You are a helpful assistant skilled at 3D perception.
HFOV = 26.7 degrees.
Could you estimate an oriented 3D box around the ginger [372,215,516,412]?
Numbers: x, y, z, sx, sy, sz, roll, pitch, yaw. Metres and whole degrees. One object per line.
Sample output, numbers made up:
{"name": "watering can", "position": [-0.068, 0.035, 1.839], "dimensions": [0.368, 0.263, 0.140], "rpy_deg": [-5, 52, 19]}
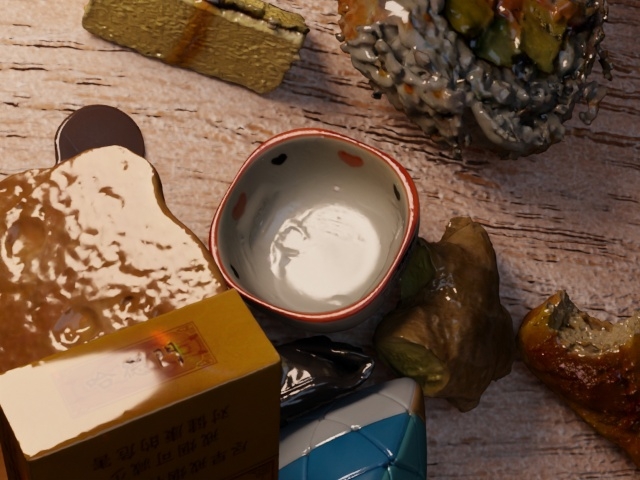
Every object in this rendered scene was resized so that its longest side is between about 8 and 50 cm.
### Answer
{"name": "ginger", "position": [0.173, 0.079, 1.685], "dimensions": [0.219, 0.123, 0.270], "rpy_deg": [46, 56, -27]}

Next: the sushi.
{"name": "sushi", "position": [0.208, -0.287, 1.765], "dimensions": [0.417, 0.176, 0.418], "rpy_deg": [8, 69, -22]}

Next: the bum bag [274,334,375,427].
{"name": "bum bag", "position": [-0.098, 0.187, 1.563], "dimensions": [0.340, 0.144, 0.095], "rpy_deg": [-21, 105, -22]}

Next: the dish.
{"name": "dish", "position": [0.000, 0.000, 1.626], "dimensions": [0.256, 0.117, 0.256], "rpy_deg": [-4, 67, 8]}

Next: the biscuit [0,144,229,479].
{"name": "biscuit", "position": [-0.298, 0.095, 1.494], "dimensions": [0.385, 0.062, 0.365], "rpy_deg": [-30, 68, -5]}

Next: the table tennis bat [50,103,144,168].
{"name": "table tennis bat", "position": [-0.275, -0.112, 1.591], "dimensions": [0.170, 0.119, 0.107], "rpy_deg": [-37, 89, -24]}

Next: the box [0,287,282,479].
{"name": "box", "position": [-0.178, 0.263, 1.378], "dimensions": [0.264, 0.415, 0.116], "rpy_deg": [-21, 50, -21]}

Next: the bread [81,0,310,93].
{"name": "bread", "position": [-0.153, -0.279, 1.677], "dimensions": [0.266, 0.142, 0.178], "rpy_deg": [21, 30, -10]}

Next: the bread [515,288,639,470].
{"name": "bread", "position": [0.424, 0.201, 1.699], "dimensions": [0.380, 0.185, 0.109], "rpy_deg": [43, 43, -3]}

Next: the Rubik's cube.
{"name": "Rubik's cube", "position": [0.073, 0.283, 1.574], "dimensions": [0.254, 0.254, 0.255], "rpy_deg": [4, 75, -17]}
